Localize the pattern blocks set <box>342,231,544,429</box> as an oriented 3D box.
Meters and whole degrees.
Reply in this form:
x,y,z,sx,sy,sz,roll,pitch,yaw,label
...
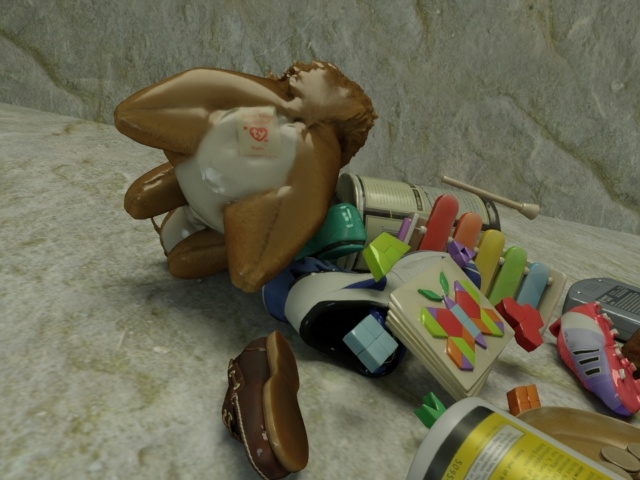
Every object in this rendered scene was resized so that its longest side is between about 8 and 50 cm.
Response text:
x,y,z,sx,sy,sz,roll,pitch,yaw,label
0.164,0.100,0.669,0.285,0.026,0.325,42,37,0,pattern blocks set

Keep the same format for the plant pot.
x,y,z,sx,sy,sz,roll,pitch,yaw,label
0.298,0.241,0.534,0.236,0.032,0.236,10,15,-3,plant pot

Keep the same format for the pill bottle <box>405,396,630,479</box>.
x,y,z,sx,sy,sz,roll,pitch,yaw,label
0.172,0.210,0.384,0.208,0.119,0.119,24,19,40,pill bottle

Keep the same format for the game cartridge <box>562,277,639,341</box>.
x,y,z,sx,sy,sz,roll,pitch,yaw,label
0.610,0.138,1.114,0.198,0.062,0.297,17,15,38,game cartridge

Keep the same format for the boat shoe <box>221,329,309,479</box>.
x,y,z,sx,sy,sz,roll,pitch,yaw,label
-0.057,0.158,0.525,0.073,0.073,0.207,-27,13,1,boat shoe

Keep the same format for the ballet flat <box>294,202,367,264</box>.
x,y,z,sx,sy,sz,roll,pitch,yaw,label
0.000,0.000,0.881,0.083,0.087,0.247,1,-16,-25,ballet flat

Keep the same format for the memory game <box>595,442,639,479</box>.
x,y,z,sx,sy,sz,roll,pitch,yaw,label
0.334,0.239,0.482,0.186,0.012,0.186,10,15,-3,memory game

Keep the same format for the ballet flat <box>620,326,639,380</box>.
x,y,z,sx,sy,sz,roll,pitch,yaw,label
0.504,0.190,0.697,0.116,0.124,0.342,10,15,-3,ballet flat

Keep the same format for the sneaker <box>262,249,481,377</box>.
x,y,z,sx,sy,sz,roll,pitch,yaw,label
0.093,0.105,0.747,0.316,0.127,0.182,-2,22,-20,sneaker

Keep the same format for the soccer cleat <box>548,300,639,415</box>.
x,y,z,sx,sy,sz,roll,pitch,yaw,label
0.394,0.174,0.801,0.083,0.095,0.248,51,26,-10,soccer cleat

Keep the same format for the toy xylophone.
x,y,z,sx,sy,sz,roll,pitch,yaw,label
0.257,0.026,0.917,0.323,0.236,0.081,12,5,-15,toy xylophone

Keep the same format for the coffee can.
x,y,z,sx,sy,sz,roll,pitch,yaw,label
0.162,-0.010,1.036,0.275,0.201,0.201,7,15,-15,coffee can

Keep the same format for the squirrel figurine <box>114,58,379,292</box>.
x,y,z,sx,sy,sz,roll,pitch,yaw,label
-0.102,-0.095,0.866,0.281,0.397,0.370,45,-24,2,squirrel figurine
